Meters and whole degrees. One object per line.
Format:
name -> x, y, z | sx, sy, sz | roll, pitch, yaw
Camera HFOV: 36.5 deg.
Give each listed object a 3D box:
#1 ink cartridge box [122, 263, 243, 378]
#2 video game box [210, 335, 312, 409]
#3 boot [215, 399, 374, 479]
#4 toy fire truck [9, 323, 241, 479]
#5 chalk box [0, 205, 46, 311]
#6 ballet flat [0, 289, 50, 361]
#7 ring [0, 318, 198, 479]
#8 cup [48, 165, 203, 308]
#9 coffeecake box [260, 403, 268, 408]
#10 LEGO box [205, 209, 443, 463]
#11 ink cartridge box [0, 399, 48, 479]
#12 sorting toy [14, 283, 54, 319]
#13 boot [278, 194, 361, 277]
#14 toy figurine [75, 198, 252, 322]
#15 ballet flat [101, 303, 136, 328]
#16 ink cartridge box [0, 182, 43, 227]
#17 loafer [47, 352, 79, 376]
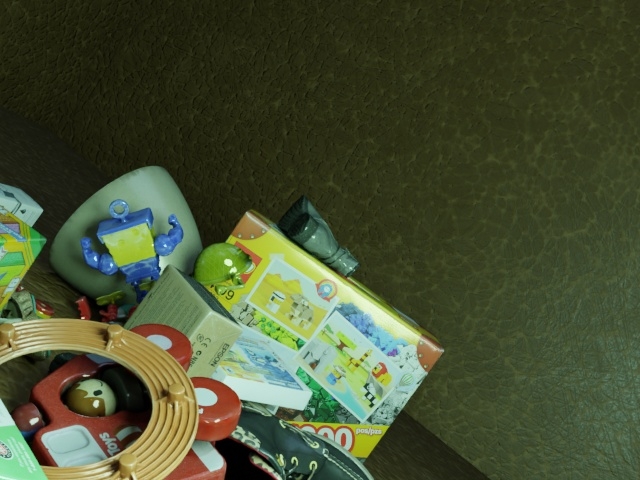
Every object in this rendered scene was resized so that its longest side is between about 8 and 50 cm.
ink cartridge box -> -0.263, 0.187, 1.665 | 0.088, 0.235, 0.193 | 33, 4, -38
video game box -> -0.141, 0.227, 1.754 | 0.205, 0.048, 0.187 | 19, 12, -41
boot -> -0.074, 0.384, 1.615 | 0.377, 0.138, 0.284 | 36, 4, 0
toy fire truck -> -0.269, 0.250, 1.295 | 0.254, 0.169, 0.302 | -8, 36, -41
chalk box -> -0.567, 0.023, 1.429 | 0.179, 0.180, 0.289 | 35, 4, 2
ballet flat -> -0.495, 0.142, 1.593 | 0.067, 0.073, 0.206 | 2, 16, -27
ring -> -0.315, 0.193, 1.187 | 0.336, 0.032, 0.336 | 9, 31, -5
cup -> -0.387, 0.036, 2.116 | 0.237, 0.331, 0.331 | 47, 6, 13
coffeecake box -> -0.188, 0.280, 1.909 | 0.185, 0.142, 0.068 | 37, 4, 30
LEGO box -> -0.050, 0.227, 2.083 | 0.500, 0.372, 0.193 | 35, 3, -1
ink cartridge box -> -0.429, 0.187, 0.899 | 0.289, 0.121, 0.211 | 32, 4, -45
sorting toy -> -0.593, 0.066, 1.711 | 0.132, 0.046, 0.274 | 37, 4, 34
boot -> 0.000, 0.000, 2.058 | 0.161, 0.083, 0.246 | 41, 8, -18
toy figurine -> -0.335, 0.019, 1.874 | 0.191, 0.362, 0.217 | -95, 168, -74
ballet flat -> -0.388, 0.180, 1.923 | 0.087, 0.083, 0.247 | 17, 10, -30
ink cartridge box -> -0.648, -0.040, 1.868 | 0.082, 0.140, 0.190 | 38, 4, 15
loafer -> -0.328, 0.246, 1.518 | 0.223, 0.076, 0.078 | 32, 10, 21
